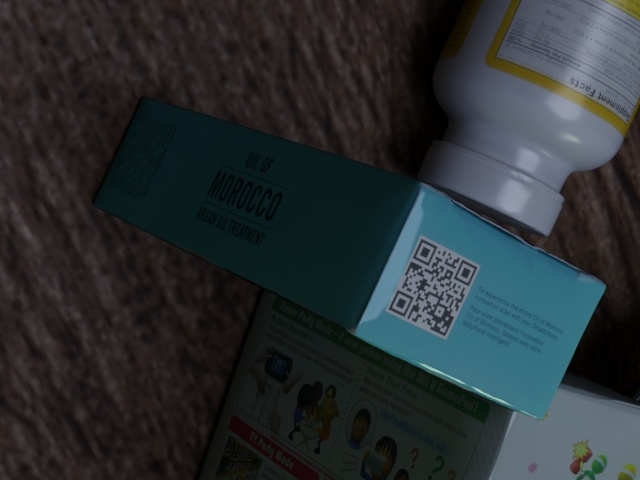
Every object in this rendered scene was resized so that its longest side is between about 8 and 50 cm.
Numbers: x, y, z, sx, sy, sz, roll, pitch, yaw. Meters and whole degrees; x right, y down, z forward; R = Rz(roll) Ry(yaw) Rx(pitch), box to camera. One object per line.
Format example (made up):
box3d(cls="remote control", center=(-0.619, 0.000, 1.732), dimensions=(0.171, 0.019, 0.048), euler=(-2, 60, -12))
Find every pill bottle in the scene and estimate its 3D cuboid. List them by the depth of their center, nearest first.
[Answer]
box3d(cls="pill bottle", center=(0.120, -0.100, 0.785), dimensions=(0.103, 0.103, 0.184), euler=(25, 90, -32))

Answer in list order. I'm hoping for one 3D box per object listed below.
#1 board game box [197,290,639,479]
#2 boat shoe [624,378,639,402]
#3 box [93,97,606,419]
box3d(cls="board game box", center=(0.013, 0.182, 0.722), dimensions=(0.097, 0.224, 0.303), euler=(17, 94, -31))
box3d(cls="boat shoe", center=(0.135, 0.247, 0.857), dimensions=(0.187, 0.156, 0.500), euler=(32, 101, -37))
box3d(cls="box", center=(0.000, 0.000, 0.655), dimensions=(0.100, 0.244, 0.060), euler=(27, 88, -32))
